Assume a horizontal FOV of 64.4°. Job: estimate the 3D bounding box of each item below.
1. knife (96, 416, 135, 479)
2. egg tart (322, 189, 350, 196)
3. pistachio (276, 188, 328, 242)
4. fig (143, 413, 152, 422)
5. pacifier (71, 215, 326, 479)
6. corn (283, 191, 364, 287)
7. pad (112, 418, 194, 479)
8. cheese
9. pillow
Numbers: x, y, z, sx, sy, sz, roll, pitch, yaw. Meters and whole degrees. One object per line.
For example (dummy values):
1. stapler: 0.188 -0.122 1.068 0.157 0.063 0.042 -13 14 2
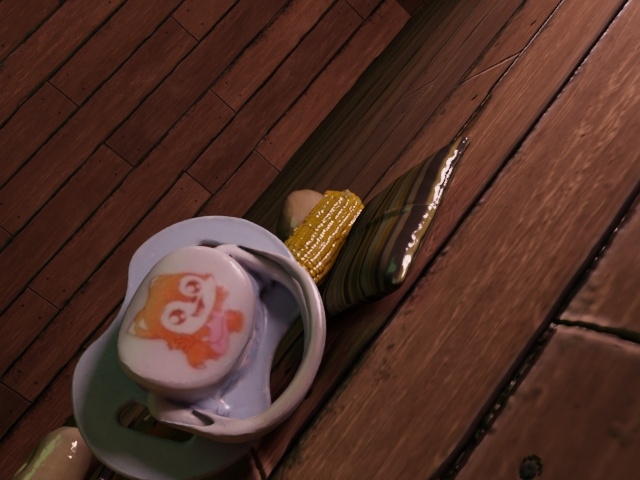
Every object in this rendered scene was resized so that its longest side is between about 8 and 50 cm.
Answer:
1. knife: -0.424 0.443 1.034 0.072 0.019 0.245 -53 10 1
2. egg tart: 0.003 -0.056 0.980 0.129 0.049 0.129 -46 11 12
3. pistachio: -0.018 -0.025 0.855 0.113 0.113 0.149 -43 31 23
4. fig: -0.300 0.284 0.968 0.088 0.088 0.125 -28 50 58
5. pacifier: -0.125 0.126 0.590 0.233 0.243 0.300 103 -175 -63
6. corn: 0.000 0.000 0.718 0.080 0.080 0.238 -38 8 40
7. pad: -0.241 0.337 0.680 0.284 0.018 0.287 -22 32 55
8. cheese: -0.649 0.597 1.072 0.351 0.129 0.328 -47 10 15
9. pillow: 0.069 -0.003 0.584 0.208 0.052 0.212 -58 11 -31
